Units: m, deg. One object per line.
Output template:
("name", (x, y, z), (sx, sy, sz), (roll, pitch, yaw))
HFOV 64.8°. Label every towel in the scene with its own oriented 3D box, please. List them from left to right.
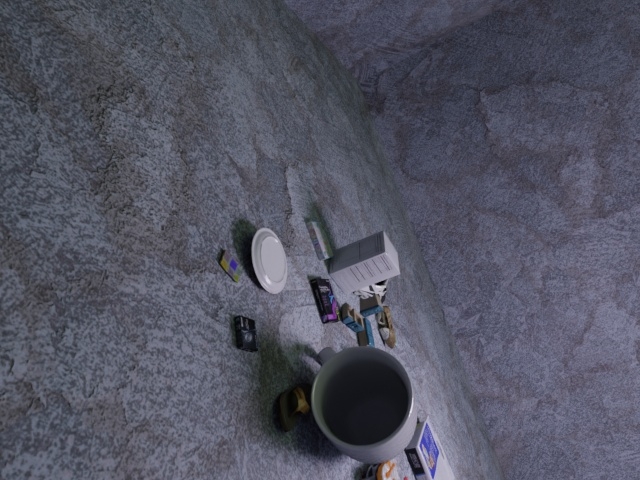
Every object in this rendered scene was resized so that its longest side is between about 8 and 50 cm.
("towel", (-0.238, 0.068, 1.340), (0.083, 0.009, 0.060), (56, 23, -27))

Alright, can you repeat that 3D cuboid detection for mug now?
("mug", (0.115, 0.466, 1.481), (0.374, 0.276, 0.328), (46, -13, 35))

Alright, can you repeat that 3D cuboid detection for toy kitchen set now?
("toy kitchen set", (0.191, 0.313, 1.917), (0.207, 0.166, 0.122), (43, 31, -46))

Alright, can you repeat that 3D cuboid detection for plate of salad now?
("plate of salad", (-0.157, 0.061, 1.496), (0.200, 0.048, 0.200), (39, 45, -54))

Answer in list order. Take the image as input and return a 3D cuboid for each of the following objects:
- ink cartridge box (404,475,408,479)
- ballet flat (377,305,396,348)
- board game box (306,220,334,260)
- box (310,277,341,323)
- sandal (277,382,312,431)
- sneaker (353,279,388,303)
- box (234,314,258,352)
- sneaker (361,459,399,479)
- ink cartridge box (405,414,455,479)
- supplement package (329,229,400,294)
("ink cartridge box", (0.342, 1.001, 1.729), (0.261, 0.066, 0.296), (69, 21, 2))
("ballet flat", (0.286, 0.383, 2.244), (0.067, 0.073, 0.206), (16, 46, -30))
("board game box", (0.000, 0.000, 1.966), (0.103, 0.026, 0.154), (-4, 72, -68))
("box", (0.020, 0.214, 1.796), (0.116, 0.029, 0.162), (12, 57, -65))
("sandal", (-0.053, 0.434, 1.347), (0.219, 0.060, 0.090), (-3, 72, -68))
("sneaker", (0.245, 0.203, 2.199), (0.330, 0.146, 0.122), (34, 37, -57))
("box", (-0.188, 0.237, 1.279), (0.067, 0.018, 0.083), (37, 37, -54))
("sneaker", (0.195, 0.742, 1.617), (0.215, 0.083, 0.084), (36, 36, -62))
("ink cartridge box", (0.457, 0.928, 2.088), (0.304, 0.072, 0.307), (68, 18, 4))
("supplement package", (0.172, 0.089, 1.990), (0.134, 0.244, 0.139), (53, 26, -33))
